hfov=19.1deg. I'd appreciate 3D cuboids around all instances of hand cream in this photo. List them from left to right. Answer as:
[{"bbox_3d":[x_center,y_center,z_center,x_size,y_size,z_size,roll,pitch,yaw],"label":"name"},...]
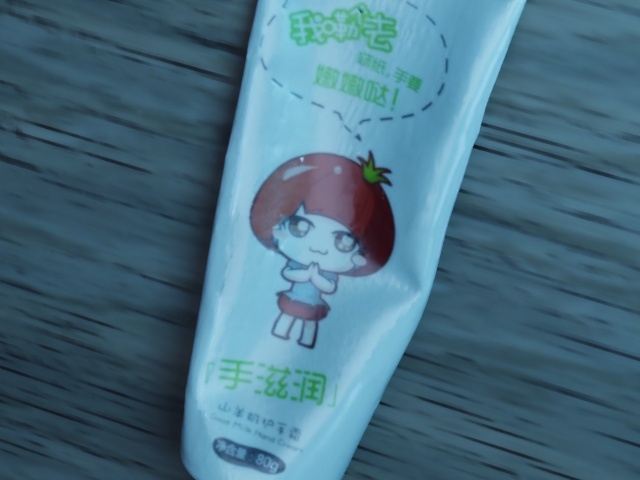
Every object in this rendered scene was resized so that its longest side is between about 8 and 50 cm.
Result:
[{"bbox_3d":[0.000,0.000,0.889,0.121,0.076,0.336,21,114,12],"label":"hand cream"}]
